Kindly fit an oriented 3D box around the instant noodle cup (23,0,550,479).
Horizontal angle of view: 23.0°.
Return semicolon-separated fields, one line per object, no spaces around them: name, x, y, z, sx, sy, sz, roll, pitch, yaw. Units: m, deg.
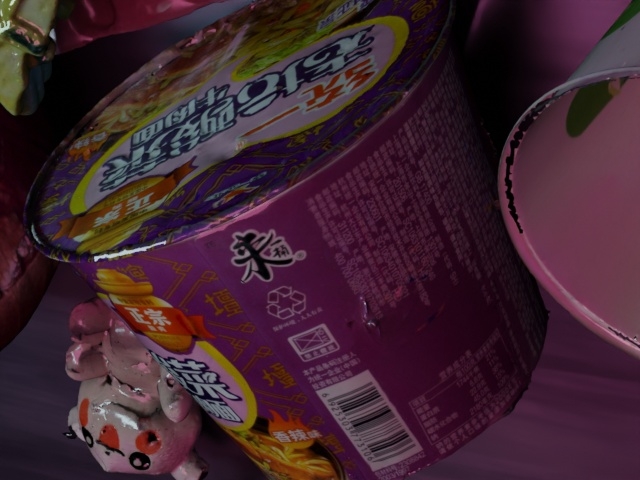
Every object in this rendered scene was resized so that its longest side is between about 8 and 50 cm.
instant noodle cup;0.000;0.000;1.120;0.339;0.340;0.266;-16;121;28

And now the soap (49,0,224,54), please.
soap;-0.164;-0.330;1.098;0.233;0.128;0.360;-13;111;25

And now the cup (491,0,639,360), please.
cup;0.273;-0.082;0.946;0.253;0.274;0.253;24;146;18

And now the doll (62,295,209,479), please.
doll;-0.158;0.127;1.361;0.149;0.095;0.192;21;124;17

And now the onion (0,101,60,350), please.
onion;-0.357;-0.067;1.179;0.347;0.348;0.385;24;146;8

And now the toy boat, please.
toy boat;-0.177;-0.210;1.029;0.084;0.111;0.276;26;127;-8
